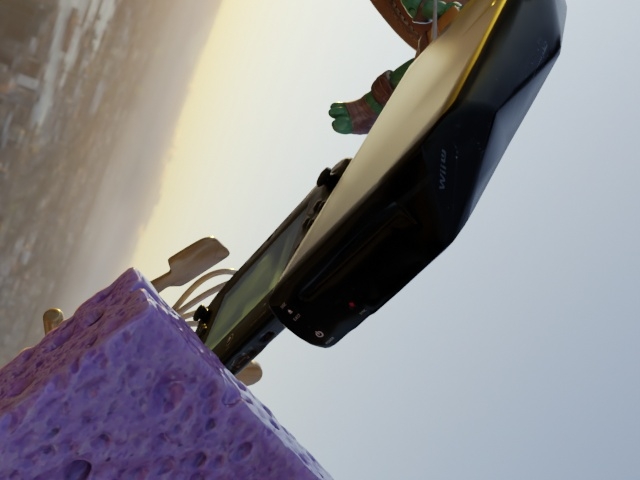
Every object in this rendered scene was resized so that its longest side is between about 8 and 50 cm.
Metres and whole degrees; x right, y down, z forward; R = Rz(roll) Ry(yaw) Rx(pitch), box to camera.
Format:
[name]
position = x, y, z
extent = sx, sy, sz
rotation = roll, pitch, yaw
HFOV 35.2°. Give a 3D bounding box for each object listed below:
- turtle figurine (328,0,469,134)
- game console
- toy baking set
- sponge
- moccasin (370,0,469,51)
[turtle figurine]
position = 0.099, -0.160, 0.875
extent = 0.234, 0.118, 0.175
rotation = -56, -148, 36
[game console]
position = 0.000, 0.000, 0.549
extent = 0.361, 0.044, 0.213
rotation = -46, -171, 43
[toy baking set]
position = -0.149, 0.092, 0.888
extent = 0.256, 0.196, 0.030
rotation = 92, -18, -45
[sponge]
position = -0.051, 0.118, 0.389
extent = 0.117, 0.210, 0.031
rotation = -39, -147, -1
[moccasin]
position = 0.095, -0.377, 1.067
extent = 0.147, 0.139, 0.380
rotation = 171, -92, -81
